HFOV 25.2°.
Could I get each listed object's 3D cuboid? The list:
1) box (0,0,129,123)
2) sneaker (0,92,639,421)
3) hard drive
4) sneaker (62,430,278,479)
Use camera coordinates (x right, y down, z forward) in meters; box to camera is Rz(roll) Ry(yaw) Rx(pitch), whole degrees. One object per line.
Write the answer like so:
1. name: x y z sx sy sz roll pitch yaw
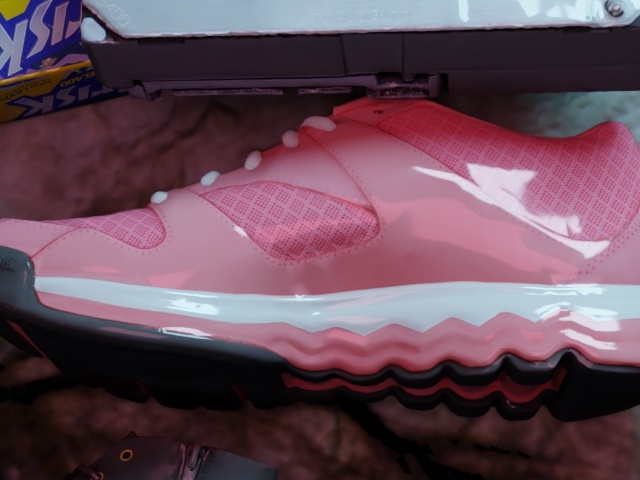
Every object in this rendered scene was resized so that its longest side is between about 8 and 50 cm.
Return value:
1. box: -0.138 -0.092 0.664 0.169 0.054 0.059 -12 78 4
2. sneaker: 0.000 0.000 0.620 0.314 0.116 0.136 3 70 0
3. hard drive: 0.024 -0.225 0.633 0.237 0.064 0.339 0 69 5
4. sneaker: -0.129 0.136 0.617 0.222 0.083 0.118 8 75 -2
